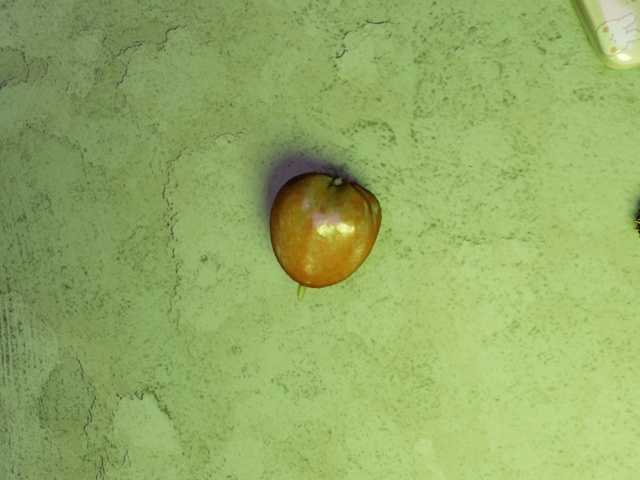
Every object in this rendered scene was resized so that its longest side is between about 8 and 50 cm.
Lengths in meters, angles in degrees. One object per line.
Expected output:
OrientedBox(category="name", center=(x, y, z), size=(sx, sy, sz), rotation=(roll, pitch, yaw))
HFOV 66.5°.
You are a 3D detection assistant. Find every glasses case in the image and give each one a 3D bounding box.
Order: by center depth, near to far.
OrientedBox(category="glasses case", center=(0.470, -0.423, 0.793), size=(0.113, 0.075, 0.297), rotation=(-23, 85, 14))

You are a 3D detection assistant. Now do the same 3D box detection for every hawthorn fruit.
OrientedBox(category="hawthorn fruit", center=(0.000, 0.000, 0.892), size=(0.199, 0.199, 0.251), rotation=(21, 109, 15))

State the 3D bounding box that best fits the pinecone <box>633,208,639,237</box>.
OrientedBox(category="pinecone", center=(0.560, -0.032, 0.767), size=(0.109, 0.102, 0.102), rotation=(-13, 86, 44))
